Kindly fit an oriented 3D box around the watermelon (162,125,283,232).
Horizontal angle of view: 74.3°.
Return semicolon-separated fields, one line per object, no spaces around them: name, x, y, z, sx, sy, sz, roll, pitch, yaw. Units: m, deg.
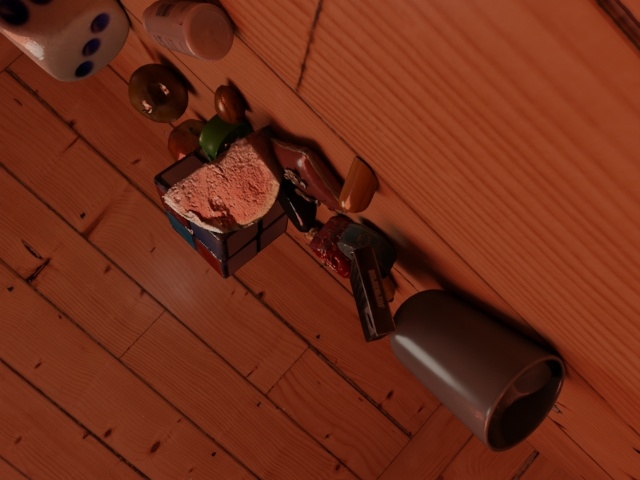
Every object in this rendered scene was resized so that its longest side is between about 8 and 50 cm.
watermelon;-0.225;-0.140;1.013;0.180;0.305;0.223;30;-137;-48

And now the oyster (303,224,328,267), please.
oyster;0.004;0.001;1.643;0.354;0.107;0.201;-123;10;-64

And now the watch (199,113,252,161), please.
watch;-0.247;-0.285;1.142;0.131;0.165;0.152;43;149;12

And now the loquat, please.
loquat;-0.509;-0.460;1.327;0.179;0.179;0.227;46;175;-29

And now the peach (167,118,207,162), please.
peach;-0.509;-0.372;1.726;0.214;0.214;0.235;42;152;5

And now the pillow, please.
pillow;-0.027;-0.139;0.909;0.179;0.075;0.171;49;172;-36

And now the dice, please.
dice;-0.725;-0.623;1.116;0.304;0.277;0.304;46;174;-10

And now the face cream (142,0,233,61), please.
face cream;-0.238;-0.360;0.712;0.269;0.082;0.082;36;171;43

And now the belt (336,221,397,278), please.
belt;0.119;0.020;1.048;0.148;0.082;0.163;31;168;11

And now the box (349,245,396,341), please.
box;0.112;0.140;0.987;0.325;0.047;0.180;79;177;-74

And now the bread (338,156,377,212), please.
bread;0.073;-0.096;0.738;0.062;0.103;0.049;-6;-139;-34

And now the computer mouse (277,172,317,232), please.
computer mouse;-0.077;-0.146;1.108;0.269;0.087;0.137;57;165;16

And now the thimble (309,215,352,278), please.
thimble;0.061;0.020;1.206;0.163;0.125;0.189;41;174;1

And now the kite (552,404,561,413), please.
kite;0.482;0.326;1.141;0.406;0.014;0.368;43;174;1

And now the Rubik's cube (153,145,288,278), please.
Rubik's cube;-0.308;-0.117;1.409;0.318;0.316;0.313;43;155;14

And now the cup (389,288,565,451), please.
cup;0.295;0.237;0.865;0.205;0.205;0.312;48;174;-37

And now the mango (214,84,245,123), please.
mango;-0.211;-0.310;0.965;0.077;0.063;0.127;50;174;2

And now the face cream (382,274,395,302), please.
face cream;0.204;0.152;1.408;0.078;0.078;0.273;39;172;33
